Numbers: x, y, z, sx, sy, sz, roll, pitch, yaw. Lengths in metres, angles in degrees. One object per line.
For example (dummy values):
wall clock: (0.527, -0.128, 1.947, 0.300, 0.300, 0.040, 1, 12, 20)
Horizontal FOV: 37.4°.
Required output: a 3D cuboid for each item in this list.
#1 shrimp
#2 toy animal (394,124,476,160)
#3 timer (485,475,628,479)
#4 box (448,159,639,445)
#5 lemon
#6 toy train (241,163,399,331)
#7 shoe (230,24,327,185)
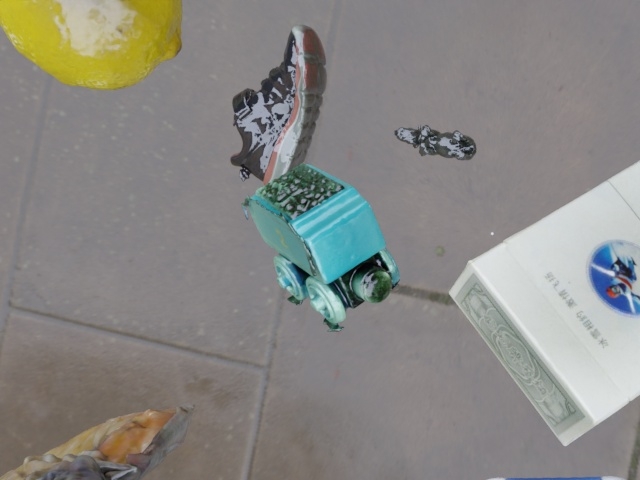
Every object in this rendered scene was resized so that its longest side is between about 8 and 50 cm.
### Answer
shrimp: (-0.127, 0.130, 0.509, 0.164, 0.317, 0.062, -35, 93, -28)
toy animal: (0.170, -0.149, 1.427, 0.136, 0.065, 0.047, 12, 99, 30)
timer: (0.299, 0.351, 1.166, 0.178, 0.253, 0.078, -5, 63, 18)
box: (0.264, 0.038, 0.823, 0.256, 0.069, 0.164, -28, 71, -22)
lemon: (-0.349, -0.360, 1.433, 0.284, 0.260, 0.260, 14, 94, -29)
toy train: (0.000, 0.000, 1.118, 0.112, 0.203, 0.163, -33, 119, -17)
shoe: (-0.076, -0.222, 1.572, 0.137, 0.114, 0.291, 21, 110, 12)
